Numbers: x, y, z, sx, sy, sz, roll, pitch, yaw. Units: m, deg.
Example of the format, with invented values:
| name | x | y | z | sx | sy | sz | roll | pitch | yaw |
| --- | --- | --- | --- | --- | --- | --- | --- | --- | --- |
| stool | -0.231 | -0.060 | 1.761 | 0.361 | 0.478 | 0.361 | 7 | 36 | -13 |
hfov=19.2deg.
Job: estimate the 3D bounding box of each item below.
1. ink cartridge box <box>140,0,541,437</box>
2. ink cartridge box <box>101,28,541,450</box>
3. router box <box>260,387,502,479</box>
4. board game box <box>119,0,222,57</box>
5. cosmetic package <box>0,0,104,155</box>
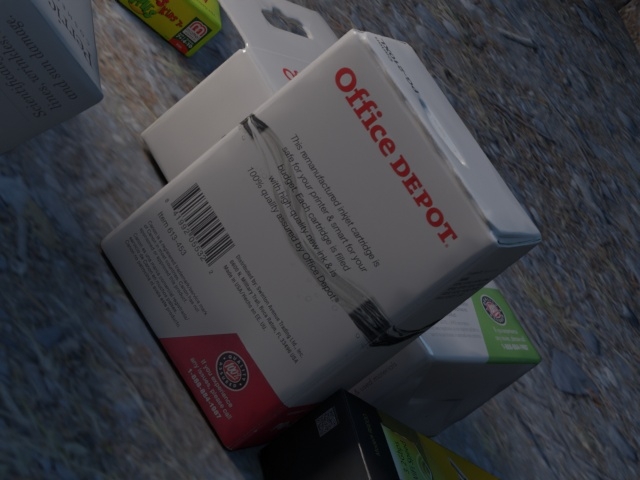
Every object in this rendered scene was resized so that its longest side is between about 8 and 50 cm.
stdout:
| name | x | y | z | sx | sy | sz | roll | pitch | yaw |
| --- | --- | --- | --- | --- | --- | --- | --- | --- | --- |
| ink cartridge box | 0.000 | -0.023 | 1.459 | 0.207 | 0.119 | 0.353 | 8 | 48 | -61 |
| ink cartridge box | 0.000 | 0.000 | 1.251 | 0.172 | 0.237 | 0.100 | 57 | 21 | 14 |
| router box | 0.098 | 0.271 | 1.224 | 0.243 | 0.081 | 0.309 | 33 | 27 | -40 |
| board game box | -0.138 | -0.246 | 1.654 | 0.092 | 0.043 | 0.181 | 39 | 24 | -31 |
| cosmetic package | -0.260 | -0.230 | 1.161 | 0.217 | 0.156 | 0.385 | 53 | 14 | -41 |
